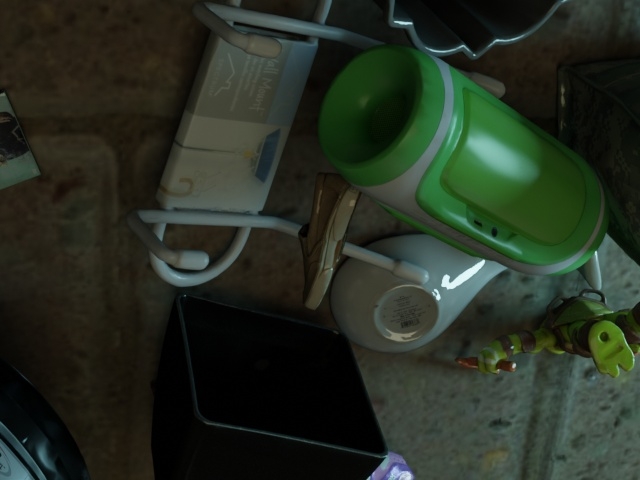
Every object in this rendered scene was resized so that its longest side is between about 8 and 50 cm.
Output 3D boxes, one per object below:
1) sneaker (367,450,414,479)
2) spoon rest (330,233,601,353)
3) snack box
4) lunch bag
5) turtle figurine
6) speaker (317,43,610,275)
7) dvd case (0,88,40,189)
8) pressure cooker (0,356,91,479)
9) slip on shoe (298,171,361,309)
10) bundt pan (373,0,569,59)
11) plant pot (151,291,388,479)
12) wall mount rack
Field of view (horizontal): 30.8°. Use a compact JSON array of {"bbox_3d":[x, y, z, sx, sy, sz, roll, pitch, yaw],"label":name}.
[{"bbox_3d":[0.042,0.329,1.307,0.104,0.095,0.236,4,113,-28],"label":"sneaker"},{"bbox_3d":[0.146,0.043,1.214,0.276,0.084,0.137,-12,118,4],"label":"spoon rest"},{"bbox_3d":[-0.110,0.197,1.219,0.100,0.037,0.141,-19,118,-10],"label":"snack box"},{"bbox_3d":[0.384,-0.076,1.099,0.235,0.287,0.169,-10,118,-12],"label":"lunch bag"},{"bbox_3d":[0.292,0.094,1.224,0.269,0.217,0.087,-4,86,-16],"label":"turtle figurine"},{"bbox_3d":[0.134,-0.061,1.016,0.296,0.131,0.131,25,107,-44],"label":"speaker"},{"bbox_3d":[-0.320,-0.075,1.032,0.119,0.013,0.087,-20,120,-6],"label":"dvd case"},{"bbox_3d":[-0.397,0.256,0.954,0.375,0.420,0.370,14,122,13],"label":"pressure cooker"},{"bbox_3d":[0.000,0.000,1.020,0.041,0.051,0.135,20,127,3],"label":"slip on shoe"},{"bbox_3d":[0.131,-0.320,0.944,0.331,0.124,0.331,-29,142,-25],"label":"bundt pan"},{"bbox_3d":[-0.072,0.186,1.111,0.188,0.187,0.167,16,118,-23],"label":"plant pot"},{"bbox_3d":[-0.008,-0.083,1.065,0.304,0.130,0.350,2,118,-41],"label":"wall mount rack"}]
